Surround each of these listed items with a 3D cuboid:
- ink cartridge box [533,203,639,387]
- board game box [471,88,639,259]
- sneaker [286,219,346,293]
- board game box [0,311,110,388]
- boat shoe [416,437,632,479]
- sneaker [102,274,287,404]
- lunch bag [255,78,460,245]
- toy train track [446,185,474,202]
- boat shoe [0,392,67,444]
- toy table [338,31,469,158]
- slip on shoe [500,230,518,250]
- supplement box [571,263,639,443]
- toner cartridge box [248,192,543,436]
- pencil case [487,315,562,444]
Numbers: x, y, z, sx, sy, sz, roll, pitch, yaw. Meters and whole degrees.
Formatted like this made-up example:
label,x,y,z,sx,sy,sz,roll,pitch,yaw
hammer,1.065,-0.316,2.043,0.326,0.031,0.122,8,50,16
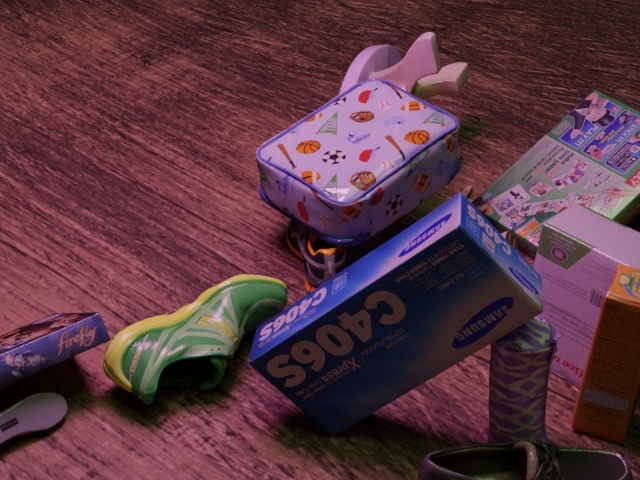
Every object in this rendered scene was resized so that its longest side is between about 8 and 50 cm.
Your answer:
label,x,y,z,sx,sy,sz,roll,pitch,yaw
ink cartridge box,0.376,0.085,1.726,0.160,0.219,0.092,31,40,32
board game box,0.429,-0.098,2.032,0.317,0.046,0.213,-41,51,-15
sneaker,0.000,0.000,1.932,0.084,0.083,0.215,-7,35,-12
board game box,-0.421,0.158,1.638,0.243,0.042,0.165,-23,10,-33
boat shoe,0.254,0.291,1.528,0.285,0.092,0.103,-2,35,-8
sneaker,-0.158,0.144,1.717,0.295,0.109,0.123,-27,63,-34
lunch bag,0.060,-0.131,1.935,0.303,0.115,0.243,-34,47,-30
toy train track,0.243,-0.071,2.114,0.048,0.014,0.083,9,29,20
boat shoe,-0.396,0.233,1.601,0.142,0.049,0.040,-20,3,-37
toy table,0.149,-0.247,2.178,0.160,0.252,0.274,2,47,27
slip on shoe,0.276,0.039,1.939,0.041,0.051,0.135,-25,31,33
supplement box,0.391,0.150,1.618,0.080,0.233,0.078,15,37,17
toner cartridge box,0.090,0.101,1.557,0.165,0.347,0.075,43,30,-22
pencil case,0.259,0.187,1.585,0.088,0.206,0.086,11,38,19
